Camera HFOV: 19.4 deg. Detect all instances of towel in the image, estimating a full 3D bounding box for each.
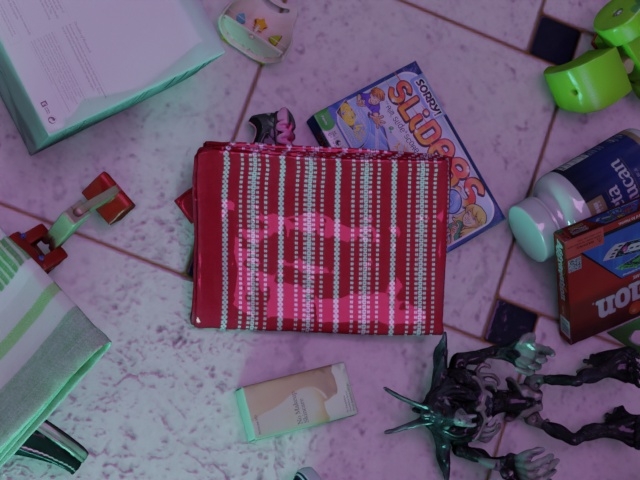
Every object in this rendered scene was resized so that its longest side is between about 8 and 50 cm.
[{"bbox_3d":[-0.386,0.078,1.783,0.325,0.038,0.248,44,95,21],"label":"towel"},{"bbox_3d":[0.000,0.000,1.959,0.275,0.031,0.198,2,96,-8],"label":"towel"}]

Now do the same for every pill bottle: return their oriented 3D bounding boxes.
[{"bbox_3d":[0.293,-0.045,2.042,0.169,0.094,0.094,-30,87,-17],"label":"pill bottle"}]

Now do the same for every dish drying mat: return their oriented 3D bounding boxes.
[{"bbox_3d":[-0.114,-0.054,1.989,0.083,0.008,0.032,-37,90,-17],"label":"dish drying mat"}]

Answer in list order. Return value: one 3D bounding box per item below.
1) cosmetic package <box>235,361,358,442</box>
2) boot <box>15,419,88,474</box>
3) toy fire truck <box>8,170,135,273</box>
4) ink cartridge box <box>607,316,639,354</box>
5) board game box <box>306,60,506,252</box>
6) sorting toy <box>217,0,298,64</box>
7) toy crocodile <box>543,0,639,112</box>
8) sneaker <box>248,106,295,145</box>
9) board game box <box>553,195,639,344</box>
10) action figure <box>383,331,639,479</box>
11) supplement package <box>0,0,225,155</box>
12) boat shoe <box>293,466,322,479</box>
[{"bbox_3d":[-0.025,0.168,1.950,0.115,0.041,0.060,-14,83,-16],"label":"cosmetic package"},{"bbox_3d":[-0.366,0.228,1.835,0.236,0.085,0.178,24,77,-1],"label":"boot"},{"bbox_3d":[-0.266,-0.004,1.875,0.135,0.192,0.047,-40,89,11],"label":"toy fire truck"},{"bbox_3d":[0.428,0.127,2.033,0.209,0.109,0.062,35,73,-5],"label":"ink cartridge box"},{"bbox_3d":[0.093,-0.076,2.029,0.136,0.035,0.201,-30,88,-17],"label":"board game box"},{"bbox_3d":[-0.062,-0.237,2.022,0.083,0.045,0.075,34,66,-5],"label":"sorting toy"},{"bbox_3d":[0.384,-0.268,2.109,0.340,0.105,0.115,-50,121,-18],"label":"toy crocodile"},{"bbox_3d":[-0.056,-0.082,1.996,0.057,0.047,0.119,-2,78,8],"label":"sneaker"},{"bbox_3d":[0.383,0.004,2.043,0.281,0.027,0.145,-22,129,-17],"label":"board game box"},{"bbox_3d":[0.212,0.172,1.958,0.276,0.141,0.164,-4,92,-16],"label":"action figure"},{"bbox_3d":[-0.241,-0.223,1.910,0.203,0.149,0.194,-27,93,-17],"label":"supplement package"},{"bbox_3d":[-0.018,0.328,1.907,0.083,0.065,0.183,-13,85,-20],"label":"boat shoe"}]
